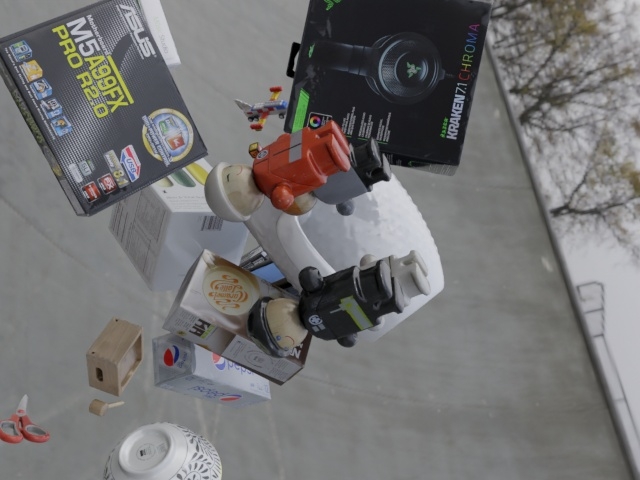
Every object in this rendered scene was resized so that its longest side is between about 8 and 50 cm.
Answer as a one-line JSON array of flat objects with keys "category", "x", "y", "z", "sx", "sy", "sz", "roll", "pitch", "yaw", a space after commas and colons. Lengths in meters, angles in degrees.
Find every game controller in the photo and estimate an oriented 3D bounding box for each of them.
[{"category": "game controller", "x": -0.053, "y": 0.060, "z": 1.596, "sx": 0.166, "sy": 0.319, "sz": 0.067, "roll": 33, "pitch": -42, "yaw": 52}]

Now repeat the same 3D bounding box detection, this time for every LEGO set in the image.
[{"category": "LEGO set", "x": -0.056, "y": -0.263, "z": 1.475, "sx": 0.060, "sy": 0.244, "sz": 0.182, "roll": 54, "pitch": 0, "yaw": -42}]

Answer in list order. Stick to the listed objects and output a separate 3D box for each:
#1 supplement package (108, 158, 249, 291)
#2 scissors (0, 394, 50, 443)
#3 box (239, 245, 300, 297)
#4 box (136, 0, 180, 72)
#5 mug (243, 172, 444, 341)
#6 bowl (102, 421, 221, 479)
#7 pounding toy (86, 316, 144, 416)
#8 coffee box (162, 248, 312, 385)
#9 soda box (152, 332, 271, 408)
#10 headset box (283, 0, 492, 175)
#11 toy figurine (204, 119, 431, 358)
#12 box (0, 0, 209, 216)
[{"category": "supplement package", "x": -0.312, "y": -0.045, "z": 1.674, "sx": 0.263, "sy": 0.199, "sz": 0.198, "roll": 44, "pitch": -55, "yaw": 42}, {"category": "scissors", "x": -0.687, "y": 0.393, "z": 1.717, "sx": 0.297, "sy": 0.109, "sz": 0.021, "roll": 22, "pitch": -81, "yaw": 58}, {"category": "box", "x": -0.126, "y": 0.144, "z": 1.869, "sx": 0.242, "sy": 0.307, "sz": 0.076, "roll": 47, "pitch": 49, "yaw": -11}, {"category": "box", "x": -0.454, "y": -0.486, "z": 1.849, "sx": 0.322, "sy": 0.058, "sz": 0.232, "roll": -14, "pitch": -85, "yaw": 57}, {"category": "mug", "x": 0.043, "y": 0.013, "z": 1.352, "sx": 0.328, "sy": 0.276, "sz": 0.374, "roll": 52, "pitch": 20, "yaw": 7}, {"category": "bowl", "x": -0.224, "y": 0.303, "z": 1.024, "sx": 0.170, "sy": 0.170, "sz": 0.080, "roll": -93, "pitch": 174, "yaw": -49}, {"category": "pounding toy", "x": -0.511, "y": 0.321, "z": 1.815, "sx": 0.206, "sy": 0.094, "sz": 0.181, "roll": -63, "pitch": 169, "yaw": -47}, {"category": "coffee box", "x": -0.140, "y": 0.142, "z": 1.384, "sx": 0.247, "sy": 0.098, "sz": 0.141, "roll": 29, "pitch": 48, "yaw": -13}, {"category": "soda box", "x": -0.210, "y": 0.258, "z": 1.511, "sx": 0.286, "sy": 0.091, "sz": 0.098, "roll": 36, "pitch": 39, "yaw": -56}, {"category": "headset box", "x": 0.092, "y": -0.249, "z": 1.157, "sx": 0.131, "sy": 0.283, "sz": 0.246, "roll": 28, "pitch": 74, "yaw": -83}, {"category": "toy figurine", "x": 0.000, "y": 0.000, "z": 0.759, "sx": 0.213, "sy": 0.148, "sz": 0.209, "roll": 69, "pitch": 19, "yaw": 4}, {"category": "box", "x": -0.319, "y": -0.201, "z": 1.122, "sx": 0.060, "sy": 0.216, "sz": 0.270, "roll": 3, "pitch": -60, "yaw": 58}]
